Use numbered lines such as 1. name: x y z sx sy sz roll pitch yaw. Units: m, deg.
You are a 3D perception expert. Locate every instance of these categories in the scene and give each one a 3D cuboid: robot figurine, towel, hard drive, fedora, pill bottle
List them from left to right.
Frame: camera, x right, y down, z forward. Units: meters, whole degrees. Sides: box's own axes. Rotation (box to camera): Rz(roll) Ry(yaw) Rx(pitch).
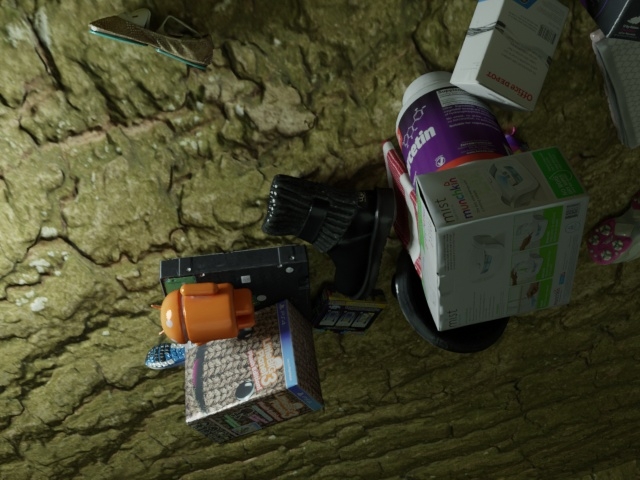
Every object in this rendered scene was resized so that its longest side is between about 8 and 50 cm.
1. robot figurine: -0.258 0.165 1.592 0.220 0.128 0.158 -7 169 -4
2. hard drive: -0.194 0.121 1.698 0.339 0.064 0.236 -8 138 -4
3. towel: 0.191 -0.018 1.425 0.037 0.329 0.237 -18 138 -3
4. fedora: 0.290 0.118 1.690 0.334 0.333 0.152 14 163 -24
5. pill bottle: 0.241 -0.161 1.285 0.182 0.322 0.181 -6 137 -5
6. towel: 0.708 -0.348 1.379 0.317 0.053 0.332 -26 137 16

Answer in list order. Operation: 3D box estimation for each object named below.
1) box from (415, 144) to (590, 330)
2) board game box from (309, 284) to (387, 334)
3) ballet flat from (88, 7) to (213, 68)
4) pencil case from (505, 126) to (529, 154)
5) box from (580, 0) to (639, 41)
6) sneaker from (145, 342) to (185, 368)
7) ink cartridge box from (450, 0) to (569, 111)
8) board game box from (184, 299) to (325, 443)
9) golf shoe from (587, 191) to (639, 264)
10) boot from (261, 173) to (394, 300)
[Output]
1. box: 0.280 0.006 1.137 0.231 0.126 0.261 -12 137 1
2. board game box: 0.062 0.179 1.814 0.170 0.048 0.141 7 134 -27
3. ballet flat: -0.275 -0.346 1.185 0.206 0.073 0.067 12 106 -26
4. pencil case: 0.341 -0.131 1.511 0.236 0.104 0.104 -36 132 23
5. box: 0.547 -0.469 1.128 0.144 0.165 0.270 3 137 -14
6. sneaker: -0.360 0.305 1.864 0.191 0.071 0.083 -13 144 3
7. ink cartridge box: 0.324 -0.333 1.222 0.140 0.082 0.190 19 92 -28
8. board game box: -0.162 0.313 1.698 0.291 0.232 0.141 -23 139 14
9. golf shoe: 0.788 -0.044 1.698 0.140 0.115 0.306 13 140 -38
10. boot: 0.000 -0.004 1.541 0.260 0.131 0.347 3 137 -8
